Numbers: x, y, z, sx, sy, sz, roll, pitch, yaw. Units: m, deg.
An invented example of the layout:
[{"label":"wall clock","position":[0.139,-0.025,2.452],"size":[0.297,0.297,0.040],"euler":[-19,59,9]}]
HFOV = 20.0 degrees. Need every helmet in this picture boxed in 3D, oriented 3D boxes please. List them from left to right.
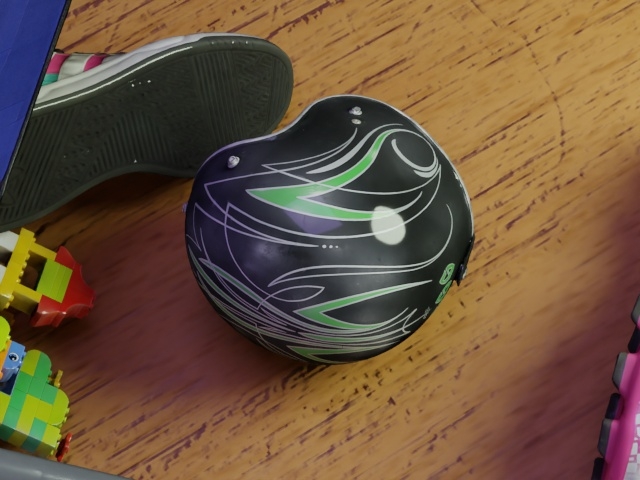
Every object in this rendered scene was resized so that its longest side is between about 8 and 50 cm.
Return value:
[{"label":"helmet","position":[0.000,0.000,1.176],"size":[0.169,0.169,0.161],"euler":[41,53,23]}]

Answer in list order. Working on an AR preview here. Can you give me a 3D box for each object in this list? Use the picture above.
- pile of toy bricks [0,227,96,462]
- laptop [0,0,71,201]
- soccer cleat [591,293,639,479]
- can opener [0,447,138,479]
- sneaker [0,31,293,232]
[{"label":"pile of toy bricks","position":[-0.206,0.105,1.173],"size":[0.105,0.118,0.212],"euler":[26,43,-14]},{"label":"laptop","position":[-0.372,-0.060,1.081],"size":[0.382,0.408,0.236],"euler":[-18,81,40]},{"label":"soccer cleat","position":[0.278,0.047,1.160],"size":[0.143,0.116,0.331],"euler":[19,62,13]},{"label":"can opener","position":[-0.089,0.178,1.078],"size":[0.280,0.093,0.074],"euler":[16,70,-17]},{"label":"sneaker","position":[-0.180,-0.101,1.273],"size":[0.295,0.124,0.178],"euler":[-18,37,-34]}]
